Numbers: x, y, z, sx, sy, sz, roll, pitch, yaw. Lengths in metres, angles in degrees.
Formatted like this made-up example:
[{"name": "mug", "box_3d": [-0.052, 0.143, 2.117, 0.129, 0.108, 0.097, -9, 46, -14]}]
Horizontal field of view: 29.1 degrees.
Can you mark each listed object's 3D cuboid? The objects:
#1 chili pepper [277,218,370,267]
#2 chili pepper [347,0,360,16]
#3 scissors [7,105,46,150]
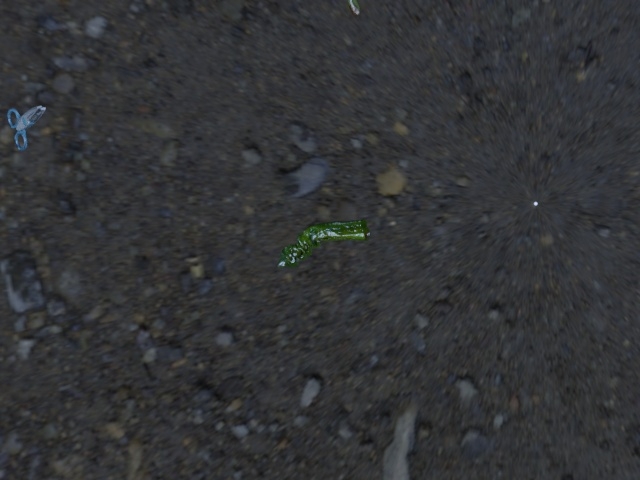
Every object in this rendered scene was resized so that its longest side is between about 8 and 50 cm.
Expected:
[{"name": "chili pepper", "box_3d": [0.000, 0.000, 1.025, 0.083, 0.022, 0.027, -21, 112, -5]}, {"name": "chili pepper", "box_3d": [0.050, -0.296, 0.959, 0.063, 0.071, 0.272, -6, 65, 36]}, {"name": "scissors", "box_3d": [-0.379, -0.154, 1.592, 0.014, 0.119, 0.058, -18, 89, -33]}]
